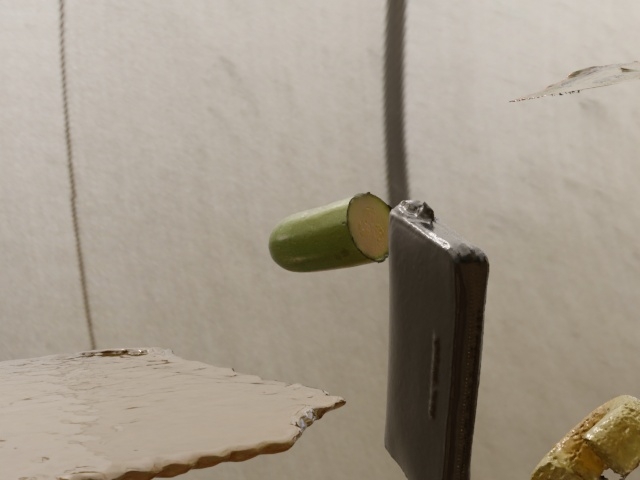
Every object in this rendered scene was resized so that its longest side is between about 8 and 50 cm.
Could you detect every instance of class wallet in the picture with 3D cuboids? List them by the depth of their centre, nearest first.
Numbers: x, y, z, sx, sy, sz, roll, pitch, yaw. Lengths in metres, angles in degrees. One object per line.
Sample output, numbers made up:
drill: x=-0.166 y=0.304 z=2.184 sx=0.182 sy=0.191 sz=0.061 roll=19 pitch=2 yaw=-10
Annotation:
wallet: x=0.093 y=0.095 z=0.991 sx=0.044 sy=0.149 sz=0.250 roll=-5 pitch=-70 yaw=-18

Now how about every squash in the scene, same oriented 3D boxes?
squash: x=0.000 y=0.000 z=1.535 sx=0.095 sy=0.188 sz=0.095 roll=17 pitch=-113 yaw=-44

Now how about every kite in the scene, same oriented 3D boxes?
kite: x=0.482 y=-0.262 z=1.828 sx=0.378 sy=0.327 sz=0.013 roll=-14 pitch=-79 yaw=-2

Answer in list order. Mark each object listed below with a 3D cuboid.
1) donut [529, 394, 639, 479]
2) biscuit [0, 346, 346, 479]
donut: x=0.311 y=0.239 z=1.322 sx=0.146 sy=0.078 sz=0.181 roll=-36 pitch=-15 yaw=-47
biscuit: x=-0.127 y=0.070 z=0.463 sx=0.237 sy=0.232 sz=0.013 roll=-6 pitch=-84 yaw=-34
